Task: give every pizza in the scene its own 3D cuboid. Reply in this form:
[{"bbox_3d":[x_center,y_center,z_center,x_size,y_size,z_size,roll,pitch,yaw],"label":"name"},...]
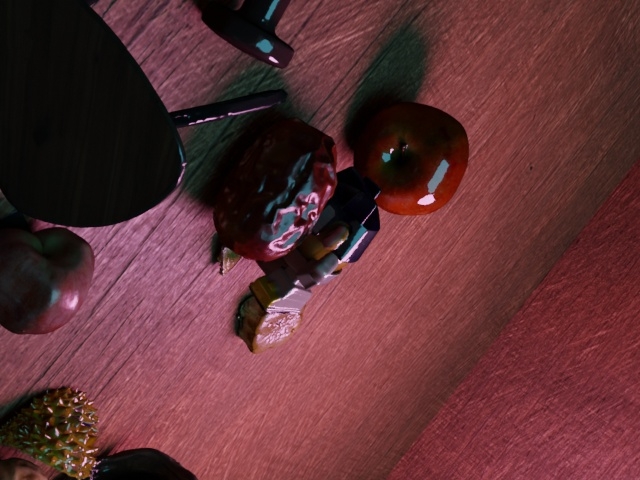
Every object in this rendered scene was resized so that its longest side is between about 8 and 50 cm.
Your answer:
[{"bbox_3d":[-0.164,0.018,1.394,0.083,0.025,0.078,-50,155,-18],"label":"pizza"}]

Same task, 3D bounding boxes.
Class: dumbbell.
[{"bbox_3d":[-0.054,-0.359,1.047,0.124,0.140,0.225,19,108,-47],"label":"dumbbell"}]

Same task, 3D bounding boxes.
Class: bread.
[{"bbox_3d":[-0.101,0.161,1.585,0.140,0.069,0.128,-24,140,-37],"label":"bread"}]

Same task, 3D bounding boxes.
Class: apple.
[{"bbox_3d":[0.178,-0.158,1.502,0.230,0.230,0.230,-34,145,-29],"label":"apple"}]

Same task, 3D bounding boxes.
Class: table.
[{"bbox_3d":[-0.209,-0.178,0.919,0.249,0.317,0.317,-39,150,-49],"label":"table"}]

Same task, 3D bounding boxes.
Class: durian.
[{"bbox_3d":[-0.439,0.327,1.288,0.132,0.165,0.182,-15,123,13],"label":"durian"}]

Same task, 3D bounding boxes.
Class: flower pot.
[{"bbox_3d":[-0.360,0.555,1.426,0.302,0.302,0.213,-25,133,-38],"label":"flower pot"}]

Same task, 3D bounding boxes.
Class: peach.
[{"bbox_3d":[-0.390,0.052,1.033,0.152,0.152,0.152,-34,145,-29],"label":"peach"}]

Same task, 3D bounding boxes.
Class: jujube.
[{"bbox_3d":[-0.073,-0.082,1.283,0.250,0.174,0.174,-61,149,3],"label":"jujube"}]

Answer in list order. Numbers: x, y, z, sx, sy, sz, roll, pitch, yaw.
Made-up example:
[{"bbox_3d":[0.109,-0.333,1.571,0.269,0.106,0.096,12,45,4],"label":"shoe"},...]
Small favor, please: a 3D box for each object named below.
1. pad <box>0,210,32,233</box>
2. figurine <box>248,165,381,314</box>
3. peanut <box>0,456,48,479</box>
[{"bbox_3d":[-0.457,0.035,1.040,0.157,0.003,0.112,-36,145,-26],"label":"pad"},{"bbox_3d":[0.002,0.000,1.406,0.143,0.308,0.308,33,94,-33],"label":"figurine"},{"bbox_3d":[-0.519,0.495,1.285,0.140,0.153,0.325,-14,126,-41],"label":"peanut"}]
